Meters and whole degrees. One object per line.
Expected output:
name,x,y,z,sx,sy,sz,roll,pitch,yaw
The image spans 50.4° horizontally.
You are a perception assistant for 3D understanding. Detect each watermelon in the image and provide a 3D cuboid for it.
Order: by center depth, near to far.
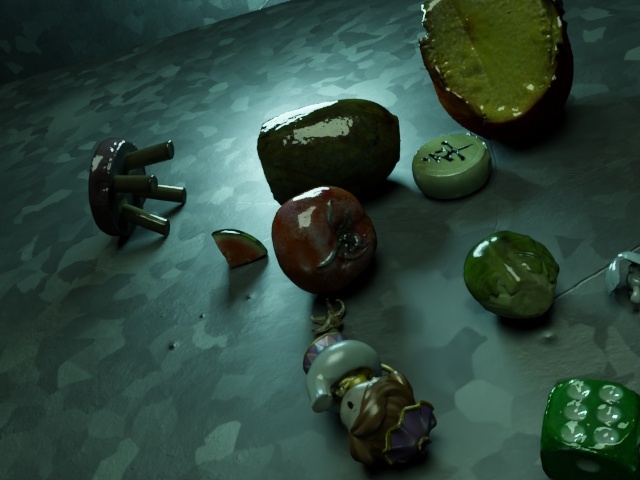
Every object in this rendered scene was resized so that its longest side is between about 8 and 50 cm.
watermelon,-0.193,0.023,1.630,0.136,0.125,0.094,15,77,16

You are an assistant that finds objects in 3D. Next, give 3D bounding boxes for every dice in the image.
dice,0.384,0.274,0.955,0.131,0.120,0.128,3,43,32

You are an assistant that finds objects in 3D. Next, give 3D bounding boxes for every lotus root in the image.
lotus root,0.032,-0.223,1.694,0.346,0.250,0.250,-11,37,8

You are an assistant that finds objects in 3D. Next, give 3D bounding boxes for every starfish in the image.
starfish,0.017,0.157,1.373,0.091,0.028,0.078,-44,36,-25

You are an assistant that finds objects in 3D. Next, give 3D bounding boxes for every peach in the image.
peach,0.420,-0.459,1.656,0.339,0.416,0.353,-22,36,9

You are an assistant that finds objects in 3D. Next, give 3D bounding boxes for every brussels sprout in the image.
brussels sprout,0.345,0.063,1.241,0.162,0.143,0.180,20,28,-3

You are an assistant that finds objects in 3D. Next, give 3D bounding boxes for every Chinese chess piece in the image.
Chinese chess piece,0.312,-0.179,1.620,0.189,0.083,0.188,-12,38,10

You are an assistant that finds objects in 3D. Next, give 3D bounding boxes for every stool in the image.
stool,-0.491,-0.143,1.843,0.179,0.272,0.272,3,40,10

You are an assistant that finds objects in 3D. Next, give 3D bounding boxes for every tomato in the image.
tomato,-0.002,-0.003,1.439,0.232,0.232,0.189,-47,18,-31

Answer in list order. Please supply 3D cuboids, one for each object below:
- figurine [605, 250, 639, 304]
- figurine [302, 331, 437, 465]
figurine,0.545,0.064,1.194,0.082,0.086,0.094,17,6,22
figurine,0.075,0.260,1.116,0.190,0.142,0.263,-11,30,-27
